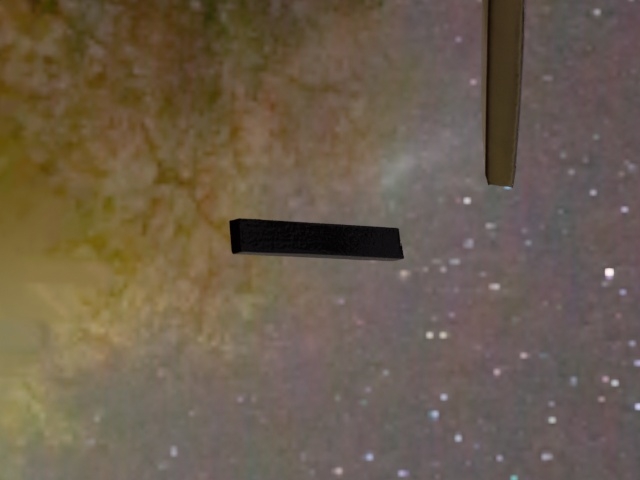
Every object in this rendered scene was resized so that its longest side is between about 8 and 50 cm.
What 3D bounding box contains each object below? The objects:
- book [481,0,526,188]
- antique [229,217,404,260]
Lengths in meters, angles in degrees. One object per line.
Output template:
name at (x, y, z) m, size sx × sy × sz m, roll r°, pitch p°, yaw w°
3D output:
book at (0.132, -0.268, 1.012) m, size 0.269 × 0.032 × 0.389 m, roll -80°, pitch 169°, yaw -51°
antique at (0.000, 0.000, 1.238) m, size 0.015 × 0.192 × 0.031 m, roll -17°, pitch -105°, yaw 45°
